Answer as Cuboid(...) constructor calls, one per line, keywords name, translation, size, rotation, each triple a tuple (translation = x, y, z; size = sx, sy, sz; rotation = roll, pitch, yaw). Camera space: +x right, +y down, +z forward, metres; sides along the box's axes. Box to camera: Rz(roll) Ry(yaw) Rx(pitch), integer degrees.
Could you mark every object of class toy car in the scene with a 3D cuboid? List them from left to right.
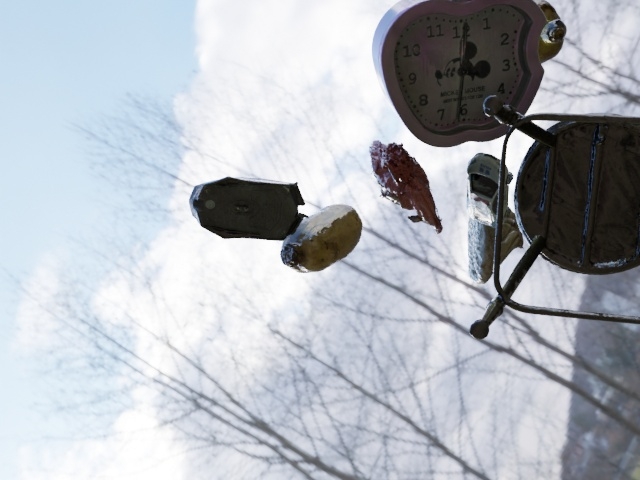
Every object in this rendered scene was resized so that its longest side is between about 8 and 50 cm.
Cuboid(name="toy car", translation=(0.345, -0.102, 1.736), size=(0.056, 0.095, 0.205), rotation=(-52, -27, -23))

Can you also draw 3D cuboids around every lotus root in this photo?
Cuboid(name="lotus root", translation=(0.000, 0.000, 2.134), size=(0.284, 0.146, 0.160), rotation=(-29, -9, -48))
Cuboid(name="lotus root", translation=(0.498, -0.502, 2.007), size=(0.141, 0.169, 0.314), rotation=(-31, 14, 1))

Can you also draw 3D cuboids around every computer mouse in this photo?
Cuboid(name="computer mouse", translation=(-0.137, -0.070, 1.612), size=(0.071, 0.231, 0.126), rotation=(-101, 14, -69))

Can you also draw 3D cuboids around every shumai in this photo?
Cuboid(name="shumai", translation=(0.401, 0.001, 1.915), size=(0.201, 0.120, 0.201), rotation=(180, 90, -88))

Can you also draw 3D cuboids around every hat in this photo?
Cuboid(name="hat", translation=(0.164, -0.124, 1.730), size=(0.107, 0.236, 0.286), rotation=(-42, -15, 1))

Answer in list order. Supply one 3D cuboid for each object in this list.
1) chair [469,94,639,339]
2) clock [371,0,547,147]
Cuboid(name="chair", translation=(0.456, -0.054, 1.376), size=(0.410, 0.362, 0.364), rotation=(-34, -54, -71))
Cuboid(name="clock", translation=(0.268, -0.351, 1.627), size=(0.102, 0.339, 0.338), rotation=(-112, 36, -64))
